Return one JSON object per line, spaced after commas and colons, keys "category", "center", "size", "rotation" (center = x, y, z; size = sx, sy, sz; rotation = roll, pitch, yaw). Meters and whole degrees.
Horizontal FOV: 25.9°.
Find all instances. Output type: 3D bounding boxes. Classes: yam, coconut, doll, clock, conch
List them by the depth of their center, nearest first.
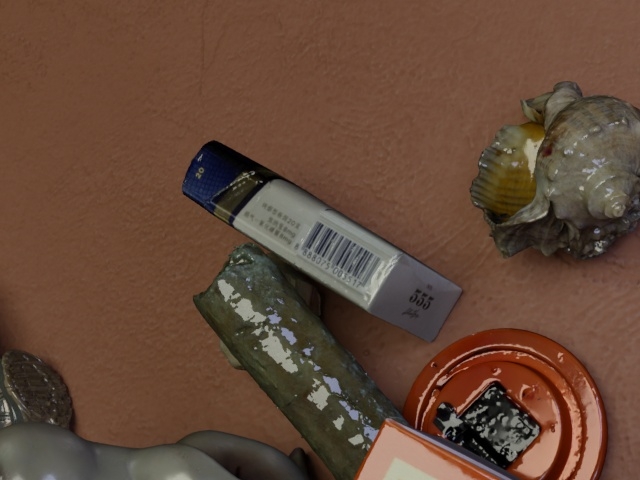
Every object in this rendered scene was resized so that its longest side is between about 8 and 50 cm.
{"category": "doll", "center": [-0.172, 0.278, 1.281], "size": [0.370, 0.226, 0.215], "rotation": [-2, 65, -12]}
{"category": "conch", "center": [0.226, -0.069, 1.311], "size": [0.178, 0.163, 0.245], "rotation": [-23, 34, 2]}
{"category": "clock", "center": [0.169, 0.183, 1.313], "size": [0.205, 0.051, 0.205], "rotation": [-8, 72, 24]}
{"category": "yam", "center": [-0.019, 0.120, 1.323], "size": [0.093, 0.093, 0.259], "rotation": [-42, 83, 9]}
{"category": "coconut", "center": [-0.051, 0.073, 1.428], "size": [0.110, 0.110, 0.124], "rotation": [-3, 78, 26]}

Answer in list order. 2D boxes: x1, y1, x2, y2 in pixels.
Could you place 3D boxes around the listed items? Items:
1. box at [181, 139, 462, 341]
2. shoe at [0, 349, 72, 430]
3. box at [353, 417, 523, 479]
{"category": "box", "center": [0.000, 0.000, 1.389], "size": [0.259, 0.168, 0.071], "rotation": [33, 92, 29]}
{"category": "shoe", "center": [-0.331, 0.214, 1.540], "size": [0.092, 0.089, 0.180], "rotation": [-35, 59, 27]}
{"category": "box", "center": [0.149, 0.325, 1.067], "size": [0.318, 0.349, 0.257], "rotation": [26, 86, 12]}
